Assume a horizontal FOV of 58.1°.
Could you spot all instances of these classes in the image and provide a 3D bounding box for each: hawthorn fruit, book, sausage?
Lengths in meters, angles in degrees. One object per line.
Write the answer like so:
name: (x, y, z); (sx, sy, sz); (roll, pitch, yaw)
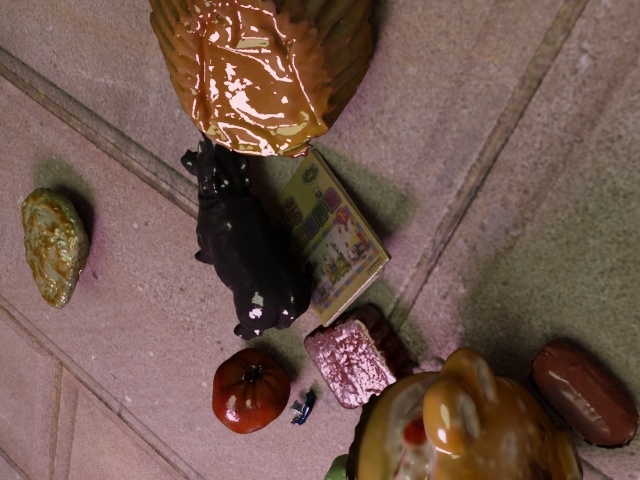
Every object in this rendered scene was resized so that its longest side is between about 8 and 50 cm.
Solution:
hawthorn fruit: (-0.119, 0.259, 0.962); (0.133, 0.133, 0.138); (35, 136, 16)
book: (0.000, 0.000, 0.804); (0.192, 0.013, 0.168); (56, 132, 20)
sausage: (0.305, 0.180, 0.672); (0.141, 0.076, 0.076); (45, 129, 10)

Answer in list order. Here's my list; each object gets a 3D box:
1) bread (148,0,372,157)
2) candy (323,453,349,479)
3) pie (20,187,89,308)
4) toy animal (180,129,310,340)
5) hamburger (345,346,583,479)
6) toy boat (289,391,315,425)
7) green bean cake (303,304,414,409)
bread: (-0.071, -0.228, 0.651); (0.274, 0.149, 0.274); (5, 134, 5)
candy: (0.165, 0.431, 0.850); (0.343, 0.142, 0.132); (17, 104, 25)
pie: (-0.528, 0.009, 1.153); (0.201, 0.090, 0.248); (46, 130, 21)
toy animal: (-0.125, -0.025, 0.832); (0.168, 0.106, 0.343); (-25, 86, 53)
hamburger: (0.177, 0.264, 0.667); (0.186, 0.261, 0.303); (-19, 97, 47)
toy boat: (-0.035, 0.288, 0.978); (0.038, 0.038, 0.083); (37, 128, 15)
green bean cake: (0.056, 0.172, 0.848); (0.135, 0.056, 0.135); (-30, 94, 40)
